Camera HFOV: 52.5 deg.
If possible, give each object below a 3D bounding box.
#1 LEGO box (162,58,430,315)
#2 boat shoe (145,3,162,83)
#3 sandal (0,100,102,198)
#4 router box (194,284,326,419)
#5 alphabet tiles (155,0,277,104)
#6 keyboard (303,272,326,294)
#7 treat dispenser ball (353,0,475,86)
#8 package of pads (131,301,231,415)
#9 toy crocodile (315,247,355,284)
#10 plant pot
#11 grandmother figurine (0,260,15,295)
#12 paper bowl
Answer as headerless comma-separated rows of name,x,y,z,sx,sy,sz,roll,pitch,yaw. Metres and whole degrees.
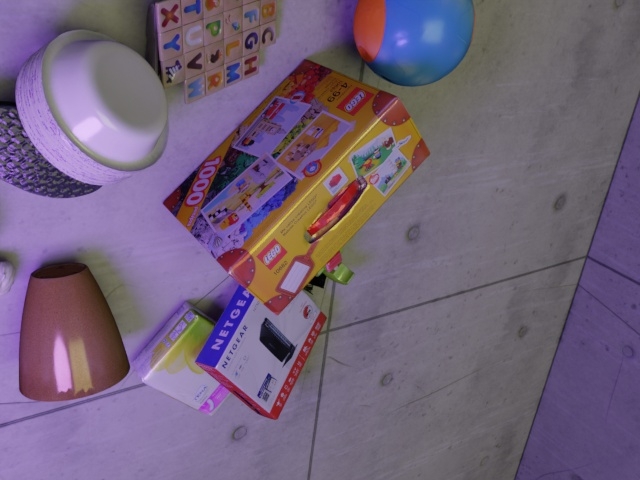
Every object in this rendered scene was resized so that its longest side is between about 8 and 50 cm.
LEGO box,-0.065,-0.139,1.493,0.500,0.372,0.193,-47,133,-6
boat shoe,-0.327,-0.383,1.359,0.065,0.075,0.206,-6,114,-31
sandal,-0.628,-0.203,1.235,0.445,0.107,0.167,14,108,-28
router box,-0.149,0.268,1.771,0.301,0.082,0.335,52,55,-41
alphabet tiles,-0.203,-0.446,1.347,0.342,0.011,0.285,-37,145,-40
keyboard,-0.060,0.093,1.875,0.192,0.038,0.100,23,77,-42
treat dispenser ball,0.222,-0.513,1.545,0.288,0.288,0.288,-18,125,-28
package of pads,-0.332,0.327,1.752,0.229,0.101,0.296,-49,133,-4
toy crocodile,0.000,0.000,1.795,0.115,0.105,0.340,-43,133,-22
plant pot,-0.558,0.187,1.436,0.237,0.237,0.254,-12,109,-31
grandmother figurine,-0.735,0.007,1.265,0.208,0.104,0.342,-16,140,19
paper bowl,-0.404,-0.257,1.222,0.284,0.148,0.284,29,53,-47
